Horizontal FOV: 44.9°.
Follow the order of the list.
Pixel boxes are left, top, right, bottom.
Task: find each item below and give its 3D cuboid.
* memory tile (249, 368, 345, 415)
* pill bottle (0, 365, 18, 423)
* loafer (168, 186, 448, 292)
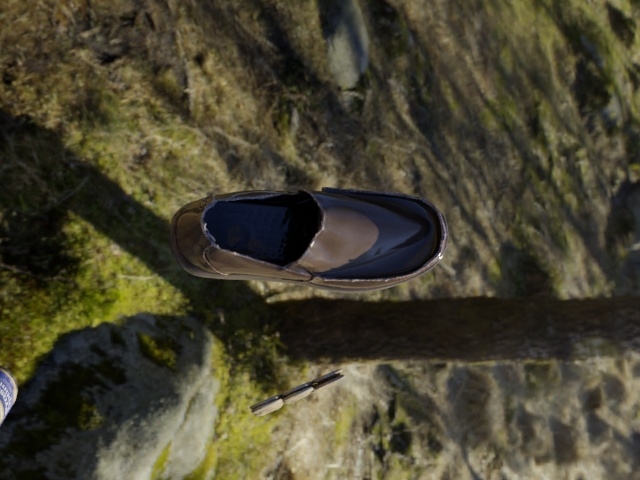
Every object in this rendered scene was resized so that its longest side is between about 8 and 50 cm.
[{"bbox_3d":[-0.026,0.178,0.897,0.148,0.113,0.012,101,-33,-76],"label":"memory tile"},{"bbox_3d":[-0.693,0.339,1.546,0.219,0.123,0.123,-117,-171,-74],"label":"pill bottle"},{"bbox_3d":[0.000,0.000,0.968,0.130,0.366,0.134,154,-68,-74],"label":"loafer"}]
